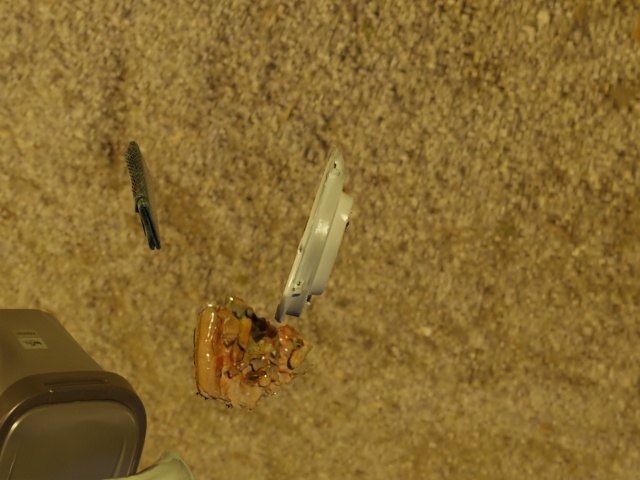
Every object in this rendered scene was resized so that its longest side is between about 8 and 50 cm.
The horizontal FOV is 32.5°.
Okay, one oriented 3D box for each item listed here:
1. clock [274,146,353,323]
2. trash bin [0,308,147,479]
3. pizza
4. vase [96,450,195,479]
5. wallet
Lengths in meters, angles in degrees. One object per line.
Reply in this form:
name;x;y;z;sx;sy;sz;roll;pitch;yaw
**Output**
clock;0.000;0.000;1.403;0.053;0.236;0.236;20;144;-1
trash bin;-0.387;0.228;1.458;0.220;0.250;0.219;5;116;-42
pizza;-0.090;0.168;1.541;0.069;0.147;0.226;-5;155;43
vase;-0.320;0.354;1.287;0.360;0.165;0.165;-12;159;-34
wallet;-0.230;-0.059;1.410;0.026;0.129;0.088;-14;136;-3
